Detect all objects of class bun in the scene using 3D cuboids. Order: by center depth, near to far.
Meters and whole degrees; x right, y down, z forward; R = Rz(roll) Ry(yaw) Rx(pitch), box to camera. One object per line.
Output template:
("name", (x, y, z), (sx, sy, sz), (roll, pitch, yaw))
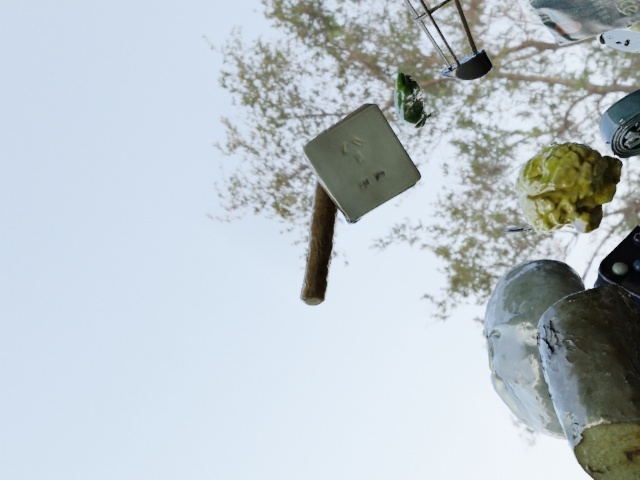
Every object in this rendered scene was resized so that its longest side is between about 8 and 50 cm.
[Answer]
("bun", (0.443, 0.220, 1.223), (0.362, 0.212, 0.361), (-8, -90, -83))

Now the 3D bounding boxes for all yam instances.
("yam", (0.357, 0.172, 0.763), (0.254, 0.154, 0.153), (-80, -22, -49))
("yam", (0.000, 0.000, 1.313), (0.066, 0.066, 0.299), (40, -131, -47))

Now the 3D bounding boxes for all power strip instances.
("power strip", (0.089, -0.167, 1.336), (0.198, 0.213, 0.064), (-32, -5, 4))

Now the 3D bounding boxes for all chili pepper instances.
("chili pepper", (0.253, -0.380, 1.687), (0.100, 0.074, 0.257), (-56, -21, -2))

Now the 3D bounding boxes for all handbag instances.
("handbag", (0.883, 0.090, 1.491), (0.269, 0.326, 0.118), (-40, -40, -24))

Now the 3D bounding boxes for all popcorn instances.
("popcorn", (0.625, -0.132, 1.513), (0.206, 0.252, 0.236), (-62, -37, -73))

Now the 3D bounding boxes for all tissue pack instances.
("tissue pack", (0.657, -0.570, 1.358), (0.228, 0.316, 0.103), (16, -111, -49))

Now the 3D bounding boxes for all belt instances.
("belt", (0.974, -0.366, 1.807), (0.268, 0.116, 0.206), (-30, -41, 23))

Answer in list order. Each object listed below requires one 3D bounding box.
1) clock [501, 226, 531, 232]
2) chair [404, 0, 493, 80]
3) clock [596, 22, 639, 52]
("clock", (0.547, -0.030, 1.695), (0.083, 0.074, 0.010), (-9, -80, -23))
("chair", (0.228, -0.393, 1.131), (0.104, 0.095, 0.221), (-39, -78, -23))
("clock", (0.864, -0.601, 1.607), (0.277, 0.379, 0.120), (20, -91, -12))
